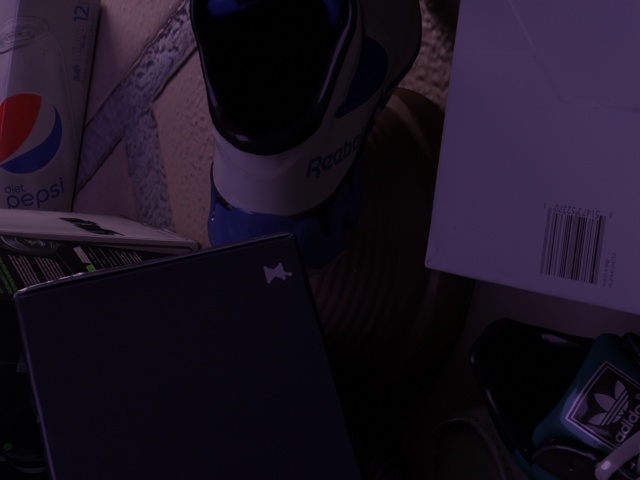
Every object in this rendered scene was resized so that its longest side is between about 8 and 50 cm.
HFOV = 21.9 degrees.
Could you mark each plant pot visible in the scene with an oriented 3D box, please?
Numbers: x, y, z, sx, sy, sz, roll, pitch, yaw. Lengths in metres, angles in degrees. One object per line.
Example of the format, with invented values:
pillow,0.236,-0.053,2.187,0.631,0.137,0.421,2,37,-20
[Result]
plant pot,0.000,0.000,1.201,0.237,0.110,0.237,-14,74,56

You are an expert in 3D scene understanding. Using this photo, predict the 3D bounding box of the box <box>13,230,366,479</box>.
box,-0.064,0.221,1.052,0.312,0.179,0.343,98,157,-64

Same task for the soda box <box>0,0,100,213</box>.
soda box,-0.303,-0.117,1.696,0.098,0.091,0.286,22,104,55

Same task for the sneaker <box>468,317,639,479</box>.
sneaker,0.180,0.122,0.867,0.108,0.121,0.302,-50,32,-12

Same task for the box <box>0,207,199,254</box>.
box,-0.273,0.023,1.452,0.169,0.290,0.087,16,101,55

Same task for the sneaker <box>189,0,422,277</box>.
sneaker,-0.005,-0.147,1.091,0.182,0.127,0.315,86,-167,-55

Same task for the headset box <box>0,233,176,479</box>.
headset box,-0.203,0.136,1.327,0.131,0.283,0.246,46,124,55

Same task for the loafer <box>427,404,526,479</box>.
loafer,0.107,0.254,0.998,0.112,0.111,0.319,-37,56,49

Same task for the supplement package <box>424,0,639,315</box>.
supplement package,0.199,-0.061,0.868,0.262,0.145,0.204,13,96,58
